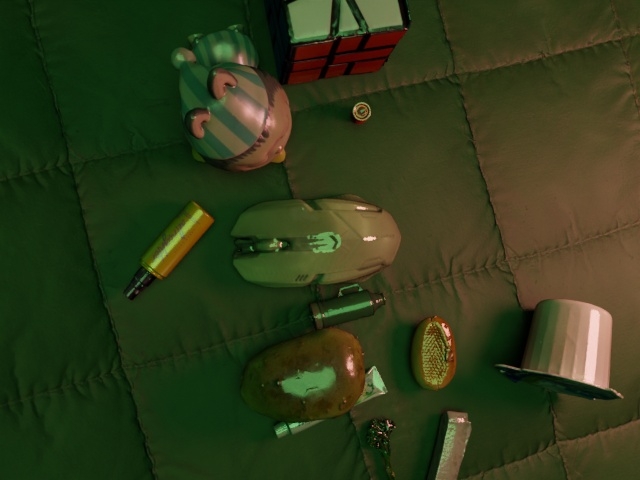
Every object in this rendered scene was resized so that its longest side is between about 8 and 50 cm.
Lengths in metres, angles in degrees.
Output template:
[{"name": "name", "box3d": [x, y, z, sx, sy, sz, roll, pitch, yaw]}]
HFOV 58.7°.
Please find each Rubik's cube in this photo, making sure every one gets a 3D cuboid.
[{"name": "Rubik's cube", "box3d": [0.023, -0.560, 1.348, 0.293, 0.283, 0.289, -9, 87, -11]}]

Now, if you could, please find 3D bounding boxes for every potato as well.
[{"name": "potato", "box3d": [-0.038, 0.324, 1.348, 0.307, 0.173, 0.210, -10, 83, -4]}]

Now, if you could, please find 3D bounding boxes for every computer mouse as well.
[{"name": "computer mouse", "box3d": [-0.002, 0.000, 1.387, 0.428, 0.145, 0.228, -4, 90, -7]}]

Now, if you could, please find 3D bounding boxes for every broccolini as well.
[{"name": "broccolini", "box3d": [0.170, 0.572, 1.424, 0.071, 0.057, 0.255, -15, 85, 35]}]

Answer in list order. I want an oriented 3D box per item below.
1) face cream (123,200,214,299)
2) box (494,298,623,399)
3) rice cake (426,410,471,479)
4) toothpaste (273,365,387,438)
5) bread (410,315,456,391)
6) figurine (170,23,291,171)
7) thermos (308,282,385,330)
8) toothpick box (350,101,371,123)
[{"name": "face cream", "box3d": [-0.372, 0.029, 1.368, 0.078, 0.078, 0.273, 41, 83, -4]}, {"name": "box", "box3d": [0.592, 0.261, 1.423, 0.291, 0.262, 0.206, 16, 73, 3]}, {"name": "rice cake", "box3d": [0.303, 0.608, 1.435, 0.072, 0.056, 0.365, 17, 85, -12]}, {"name": "toothpaste", "box3d": [0.023, 0.410, 1.419, 0.296, 0.048, 0.075, -24, 84, -11]}, {"name": "bread", "box3d": [0.286, 0.284, 1.443, 0.114, 0.077, 0.189, 1, 88, 13]}, {"name": "figurine", "box3d": [-0.195, -0.347, 1.264, 0.266, 0.377, 0.362, -16, 91, -8]}, {"name": "thermos", "box3d": [0.068, 0.165, 1.425, 0.187, 0.073, 0.083, -13, 56, -9]}, {"name": "toothpick box", "box3d": [0.101, -0.321, 1.445, 0.047, 0.083, 0.047, 0, 95, -1]}]
